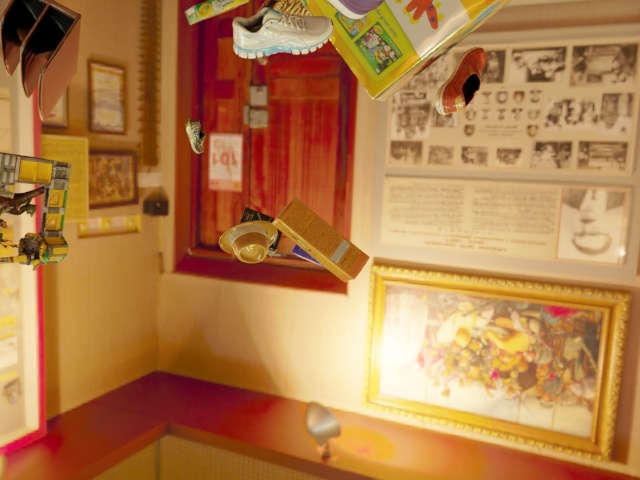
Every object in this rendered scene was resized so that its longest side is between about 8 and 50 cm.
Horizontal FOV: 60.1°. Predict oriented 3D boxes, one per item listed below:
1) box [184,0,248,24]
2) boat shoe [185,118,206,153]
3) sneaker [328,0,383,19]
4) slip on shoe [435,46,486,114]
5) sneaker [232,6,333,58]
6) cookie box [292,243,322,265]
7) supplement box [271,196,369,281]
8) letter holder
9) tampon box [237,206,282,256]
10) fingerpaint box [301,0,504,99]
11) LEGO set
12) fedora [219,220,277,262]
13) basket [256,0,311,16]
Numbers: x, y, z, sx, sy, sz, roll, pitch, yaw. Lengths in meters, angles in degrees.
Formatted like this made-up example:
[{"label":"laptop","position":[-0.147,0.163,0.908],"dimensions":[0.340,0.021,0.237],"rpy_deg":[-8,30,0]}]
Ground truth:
[{"label":"box","position":[-0.282,-0.662,1.555],"dimensions":[0.179,0.043,0.105],"rpy_deg":[-28,-157,-21]},{"label":"boat shoe","position":[-0.386,-0.326,1.743],"dimensions":[0.049,0.056,0.152],"rpy_deg":[-2,156,3]},{"label":"sneaker","position":[0.007,-0.496,0.931],"dimensions":[0.284,0.107,0.124],"rpy_deg":[22,172,-27]},{"label":"slip on shoe","position":[0.489,-0.529,1.828],"dimensions":[0.102,0.123,0.331],"rpy_deg":[9,-131,36]},{"label":"sneaker","position":[-0.070,-0.388,1.008],"dimensions":[0.191,0.071,0.083],"rpy_deg":[-12,153,-3]},{"label":"cookie box","position":[-0.011,0.014,1.508],"dimensions":[0.107,0.091,0.040],"rpy_deg":[21,170,38]},{"label":"supplement box","position":[0.000,0.000,1.325],"dimensions":[0.233,0.080,0.078],"rpy_deg":[37,164,-9]},{"label":"letter holder","position":[-0.765,-0.479,1.476],"dimensions":[0.152,0.214,0.302],"rpy_deg":[26,159,-19]},{"label":"tampon box","position":[-0.231,-0.029,2.053],"dimensions":[0.161,0.120,0.101],"rpy_deg":[22,158,-11]},{"label":"fingerpaint box","position":[0.142,-0.591,1.180],"dimensions":[0.371,0.444,0.163],"rpy_deg":[-37,180,21]},{"label":"LEGO set","position":[-0.644,-0.075,1.035],"dimensions":[0.332,0.254,0.192],"rpy_deg":[20,-172,17]},{"label":"fedora","position":[-0.213,0.015,1.687],"dimensions":[0.195,0.079,0.194],"rpy_deg":[-15,152,-8]},{"label":"basket","position":[-0.071,-0.786,1.734],"dimensions":[0.223,0.213,0.299],"rpy_deg":[3,-155,-13]}]
